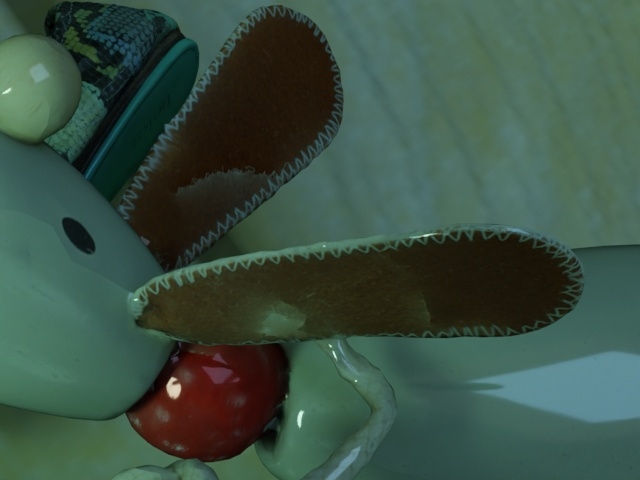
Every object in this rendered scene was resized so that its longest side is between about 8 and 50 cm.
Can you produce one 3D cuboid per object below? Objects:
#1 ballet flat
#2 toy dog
[{"bbox_3d":[-0.104,-0.008,0.565,0.070,0.070,0.188,38,49,-10],"label":"ballet flat"},{"bbox_3d":[0.045,0.014,0.502,0.333,0.161,0.220,14,20,-45],"label":"toy dog"}]
